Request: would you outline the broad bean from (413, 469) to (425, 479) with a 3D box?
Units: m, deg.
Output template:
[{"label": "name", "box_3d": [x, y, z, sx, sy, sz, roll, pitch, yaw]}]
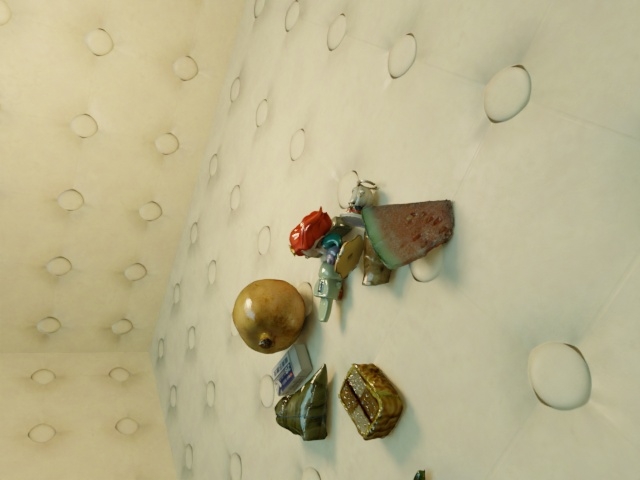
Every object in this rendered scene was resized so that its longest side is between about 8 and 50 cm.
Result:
[{"label": "broad bean", "box_3d": [0.271, 0.723, 1.341, 0.061, 0.046, 0.195, -13, 77, 44]}]

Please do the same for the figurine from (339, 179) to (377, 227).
[{"label": "figurine", "box_3d": [0.145, -0.131, 1.677, 0.132, 0.132, 0.154, -3, 68, 58]}]

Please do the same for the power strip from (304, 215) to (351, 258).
[{"label": "power strip", "box_3d": [0.023, -0.010, 1.860, 0.272, 0.078, 0.052, -44, 47, 45]}]

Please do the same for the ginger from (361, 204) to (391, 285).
[{"label": "ginger", "box_3d": [0.186, 0.016, 1.566, 0.116, 0.109, 0.263, 8, 91, 56]}]

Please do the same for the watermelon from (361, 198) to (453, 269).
[{"label": "watermelon", "box_3d": [0.263, -0.036, 1.425, 0.140, 0.256, 0.193, 19, -128, -81]}]

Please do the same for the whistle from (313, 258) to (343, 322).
[{"label": "whistle", "box_3d": [0.032, 0.171, 1.786, 0.102, 0.106, 0.253, 155, 126, -71]}]

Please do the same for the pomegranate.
[{"label": "pomegranate", "box_3d": [-0.203, 0.305, 1.960, 0.319, 0.319, 0.319, -18, 69, 55]}]

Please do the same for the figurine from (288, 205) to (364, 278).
[{"label": "figurine", "box_3d": [0.005, -0.002, 1.713, 0.257, 0.208, 0.181, 23, 79, 28]}]

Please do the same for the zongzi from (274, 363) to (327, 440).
[{"label": "zongzi", "box_3d": [-0.070, 0.582, 1.842, 0.251, 0.125, 0.274, -4, 78, 51]}]

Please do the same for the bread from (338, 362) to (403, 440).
[{"label": "bread", "box_3d": [0.152, 0.493, 1.532, 0.222, 0.096, 0.181, 48, 123, 53]}]

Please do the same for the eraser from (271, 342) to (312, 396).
[{"label": "eraser", "box_3d": [-0.117, 0.522, 1.982, 0.210, 0.068, 0.124, -54, 41, 36]}]
